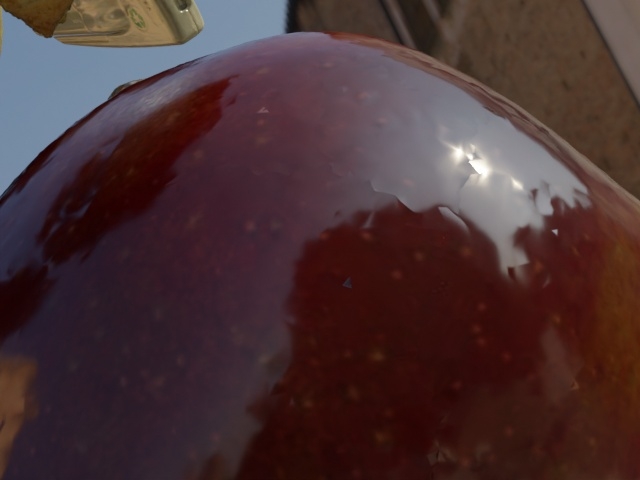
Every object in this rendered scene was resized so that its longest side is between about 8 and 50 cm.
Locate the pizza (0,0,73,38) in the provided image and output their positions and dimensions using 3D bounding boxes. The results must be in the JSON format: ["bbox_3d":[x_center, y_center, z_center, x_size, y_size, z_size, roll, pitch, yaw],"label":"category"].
[{"bbox_3d":[-0.227,-0.227,1.044,0.175,0.134,0.046,1,25,-4],"label":"pizza"}]

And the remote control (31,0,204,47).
[{"bbox_3d":[-0.187,-0.203,1.149,0.049,0.090,0.230,-43,28,-25],"label":"remote control"}]

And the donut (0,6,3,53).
[{"bbox_3d":[-0.528,-0.249,1.361,0.448,0.449,0.198,-26,-2,5],"label":"donut"}]

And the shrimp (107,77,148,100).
[{"bbox_3d":[0.000,-0.008,0.683,0.059,0.254,0.145,-50,-13,-23],"label":"shrimp"}]

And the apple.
[{"bbox_3d":[-0.014,0.093,0.469,0.288,0.288,0.317,-48,17,59],"label":"apple"}]
